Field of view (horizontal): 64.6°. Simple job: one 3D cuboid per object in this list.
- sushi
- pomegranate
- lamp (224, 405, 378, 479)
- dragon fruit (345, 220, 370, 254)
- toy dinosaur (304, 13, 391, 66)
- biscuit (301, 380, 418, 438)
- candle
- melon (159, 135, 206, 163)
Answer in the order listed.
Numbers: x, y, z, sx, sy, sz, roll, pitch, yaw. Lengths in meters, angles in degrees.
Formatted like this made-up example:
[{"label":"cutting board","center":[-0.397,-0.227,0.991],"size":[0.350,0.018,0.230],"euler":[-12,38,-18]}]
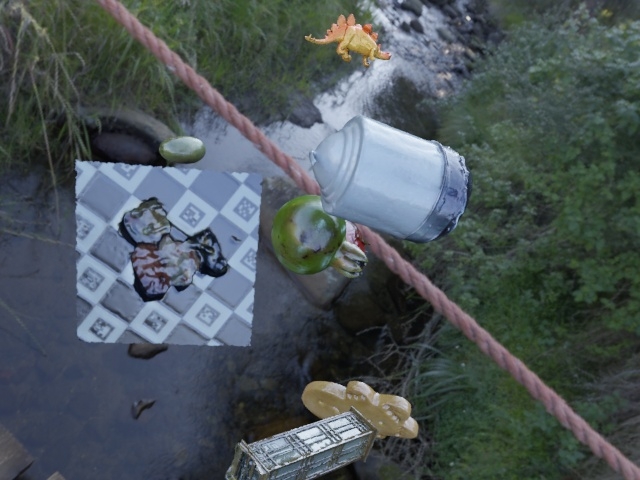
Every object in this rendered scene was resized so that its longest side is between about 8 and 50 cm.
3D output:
[{"label":"sushi","center":[-0.193,0.018,0.655],"size":[0.220,0.231,0.047],"euler":[3,12,-10]},{"label":"pomegranate","center":[-0.014,0.003,1.207],"size":[0.190,0.159,0.240],"euler":[-26,79,-7]},{"label":"lamp","center":[-0.025,0.418,1.003],"size":[0.325,0.089,0.090],"euler":[3,22,-47]},{"label":"dragon fruit","center":[0.078,-0.050,1.939],"size":[0.282,0.100,0.343],"euler":[18,32,-42]},{"label":"toy dinosaur","center":[0.083,-0.563,1.406],"size":[0.288,0.070,0.117],"euler":[6,90,-29]},{"label":"biscuit","center":[0.106,0.504,1.497],"size":[0.052,0.355,0.275],"euler":[-63,147,-41]},{"label":"candle","center":[0.122,-0.131,1.042],"size":[0.343,0.221,0.221],"euler":[18,44,-18]},{"label":"melon","center":[-0.473,-0.311,1.739],"size":[0.162,0.099,0.099],"euler":[-9,63,-40]}]
